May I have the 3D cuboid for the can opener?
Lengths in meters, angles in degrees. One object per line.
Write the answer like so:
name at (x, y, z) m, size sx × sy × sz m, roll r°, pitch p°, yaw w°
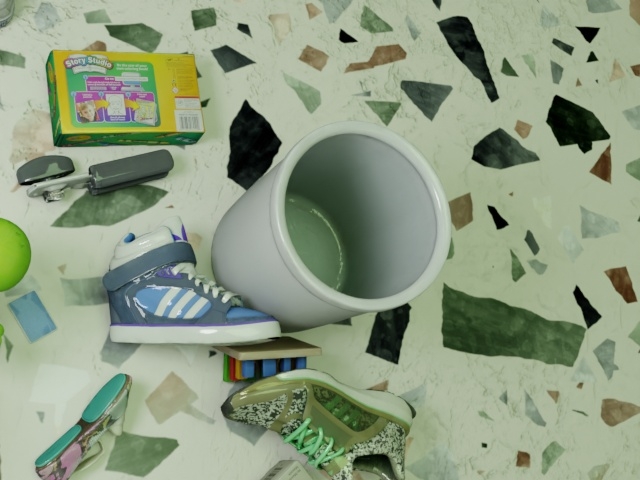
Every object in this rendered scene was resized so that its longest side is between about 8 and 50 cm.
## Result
can opener at (-0.413, -0.130, 1.582) m, size 0.281 × 0.074 × 0.093 m, roll -13°, pitch 82°, yaw -27°

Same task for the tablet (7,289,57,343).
tablet at (-0.509, 0.134, 1.507) m, size 0.054 × 0.006 × 0.083 m, roll -31°, pitch 92°, yaw -28°

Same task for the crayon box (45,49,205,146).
crayon box at (-0.372, -0.271, 1.633) m, size 0.279 × 0.081 × 0.165 m, roll -4°, pitch 78°, yaw -26°

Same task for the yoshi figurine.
yoshi figurine at (-0.539, 0.057, 1.311) m, size 0.204 × 0.362 × 0.203 m, roll 39°, pitch 63°, yaw -11°

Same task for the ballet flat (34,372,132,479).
ballet flat at (-0.394, 0.333, 1.479) m, size 0.221 × 0.077 × 0.079 m, roll -49°, pitch 118°, yaw -22°

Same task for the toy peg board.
toy peg board at (-0.102, 0.232, 1.595) m, size 0.161 × 0.161 × 0.079 m, roll 0°, pitch 92°, yaw -25°

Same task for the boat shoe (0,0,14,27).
boat shoe at (-0.630, -0.585, 1.551) m, size 0.136 × 0.156 × 0.366 m, roll -7°, pitch 80°, yaw -27°

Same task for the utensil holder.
utensil holder at (0.000, 0.000, 1.566) m, size 0.328 × 0.385 × 0.327 m, roll 7°, pitch 73°, yaw -23°

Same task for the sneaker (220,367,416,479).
sneaker at (0.014, 0.358, 1.562) m, size 0.411 × 0.158 × 0.182 m, roll 16°, pitch 45°, yaw -27°

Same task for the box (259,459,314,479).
box at (-0.013, 0.546, 1.582) m, size 0.113 × 0.094 × 0.275 m, roll -41°, pitch 95°, yaw -29°

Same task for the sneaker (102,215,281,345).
sneaker at (-0.229, 0.068, 1.524) m, size 0.323 × 0.130 × 0.236 m, roll -1°, pitch 81°, yaw 12°
